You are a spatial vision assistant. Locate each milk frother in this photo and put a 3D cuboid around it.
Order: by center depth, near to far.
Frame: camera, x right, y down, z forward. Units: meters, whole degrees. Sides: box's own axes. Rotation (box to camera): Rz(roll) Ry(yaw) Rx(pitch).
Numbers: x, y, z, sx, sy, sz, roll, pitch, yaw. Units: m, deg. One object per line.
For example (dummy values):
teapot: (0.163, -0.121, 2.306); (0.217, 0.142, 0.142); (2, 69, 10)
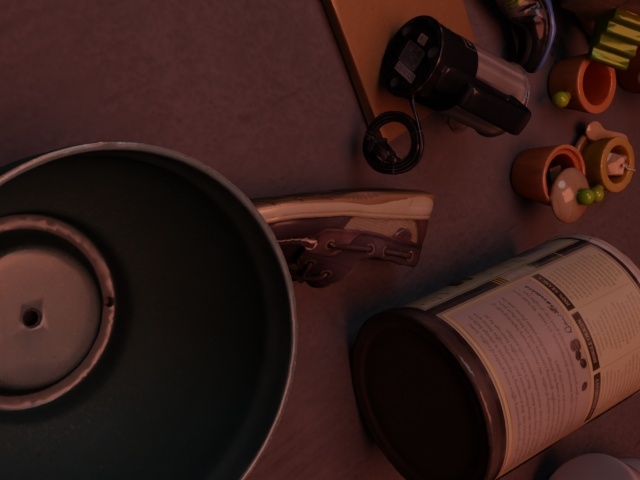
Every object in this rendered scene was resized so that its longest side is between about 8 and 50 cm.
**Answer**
milk frother: (0.125, -0.130, 0.962); (0.134, 0.129, 0.143); (18, 131, -36)

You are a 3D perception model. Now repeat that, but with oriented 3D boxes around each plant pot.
plant pot: (-0.192, 0.070, 0.708); (0.293, 0.196, 0.293); (-6, 100, -36)

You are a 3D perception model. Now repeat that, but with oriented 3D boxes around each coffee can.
coffee can: (0.202, 0.126, 1.006); (0.275, 0.201, 0.202); (-20, 109, -33)

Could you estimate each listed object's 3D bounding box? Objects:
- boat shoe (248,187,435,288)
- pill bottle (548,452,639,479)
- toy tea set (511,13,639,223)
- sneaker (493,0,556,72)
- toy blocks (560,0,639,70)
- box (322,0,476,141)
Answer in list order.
boat shoe: (0.000, 0.000, 0.902); (0.285, 0.102, 0.092); (-7, 97, -42)
pill bottle: (0.434, 0.395, 1.230); (0.334, 0.188, 0.188); (33, 77, -36)
toy tea set: (0.365, -0.161, 1.131); (0.200, 0.124, 0.336); (32, 78, -36)
sneaker: (0.207, -0.275, 1.044); (0.078, 0.067, 0.188); (-22, 111, -12)
toy blocks: (0.386, -0.403, 0.992); (0.190, 0.261, 0.382); (17, 80, -12)
box: (0.084, -0.226, 0.977); (0.164, 0.021, 0.201); (-36, 117, -26)
